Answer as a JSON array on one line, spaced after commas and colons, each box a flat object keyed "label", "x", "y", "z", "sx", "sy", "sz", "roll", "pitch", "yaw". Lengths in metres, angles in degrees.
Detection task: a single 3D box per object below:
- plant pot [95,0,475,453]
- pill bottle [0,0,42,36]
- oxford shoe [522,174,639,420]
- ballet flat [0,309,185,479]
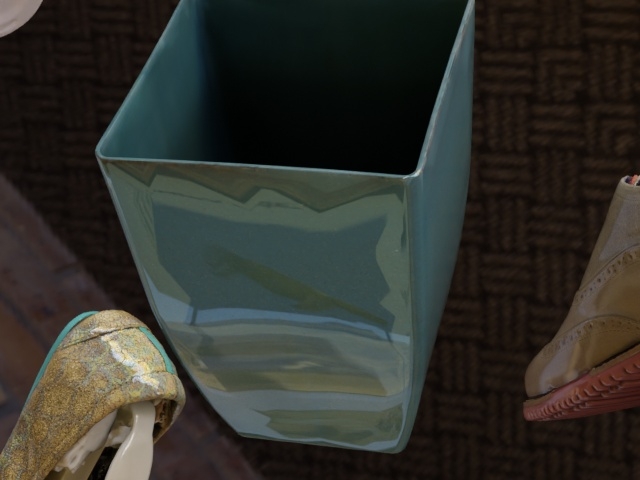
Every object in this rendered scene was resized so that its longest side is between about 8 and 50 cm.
[{"label": "plant pot", "x": 0.000, "y": 0.000, "z": 0.869, "sx": 0.165, "sy": 0.165, "sz": 0.234, "roll": 4, "pitch": 131, "yaw": 15}, {"label": "pill bottle", "x": -0.444, "y": -0.372, "z": 1.885, "sx": 0.136, "sy": 0.136, "sz": 0.246, "roll": -50, "pitch": 56, "yaw": 25}, {"label": "oxford shoe", "x": 0.231, "y": 0.024, "z": 1.019, "sx": 0.348, "sy": 0.123, "sz": 0.130, "roll": -47, "pitch": 55, "yaw": 54}, {"label": "ballet flat", "x": -0.206, "y": 0.217, "z": 1.140, "sx": 0.123, "sy": 0.123, "sz": 0.349, "roll": 33, "pitch": 102, "yaw": 16}]
